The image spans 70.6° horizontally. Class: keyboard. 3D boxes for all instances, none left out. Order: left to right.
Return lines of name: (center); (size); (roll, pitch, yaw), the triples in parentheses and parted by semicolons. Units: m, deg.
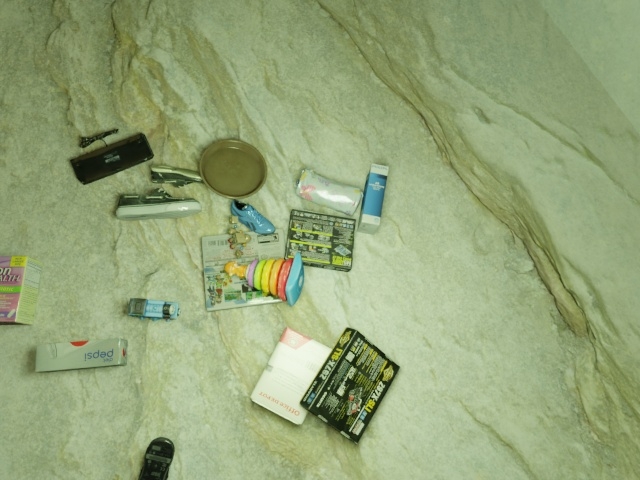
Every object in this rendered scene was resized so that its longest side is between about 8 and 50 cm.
keyboard: (-0.878, -0.370, 1.885); (0.317, 0.033, 0.201); (-24, 83, -12)

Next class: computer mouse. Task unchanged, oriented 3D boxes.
computer mouse: (-0.607, 0.795, 1.553); (0.184, 0.060, 0.261); (11, 85, -6)

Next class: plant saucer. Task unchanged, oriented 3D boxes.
plant saucer: (-0.360, -0.292, 1.874); (0.278, 0.041, 0.277); (6, 69, -15)

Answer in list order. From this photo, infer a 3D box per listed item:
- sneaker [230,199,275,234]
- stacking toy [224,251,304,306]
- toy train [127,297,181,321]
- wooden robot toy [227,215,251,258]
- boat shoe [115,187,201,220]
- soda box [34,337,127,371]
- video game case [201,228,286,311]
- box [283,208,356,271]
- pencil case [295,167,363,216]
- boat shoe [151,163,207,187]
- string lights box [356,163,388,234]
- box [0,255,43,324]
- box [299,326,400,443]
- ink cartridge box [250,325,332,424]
sneaker: (-0.272, -0.095, 1.810); (0.209, 0.082, 0.069); (30, 52, 12)
stacking toy: (-0.219, 0.129, 1.706); (0.302, 0.165, 0.175); (9, 57, 8)
toy train: (-0.618, 0.257, 1.683); (0.184, 0.105, 0.080); (5, 74, -3)
wooden robot toy: (-0.313, -0.011, 1.784); (0.079, 0.076, 0.173); (-4, 70, -43)
boat shoe: (-0.643, -0.152, 1.792); (0.336, 0.121, 0.119); (-3, 78, -4)
soda box: (-0.854, 0.412, 1.625); (0.287, 0.091, 0.097); (-3, 74, -6)
video game case: (-0.293, 0.112, 1.789); (0.329, 0.036, 0.299); (-6, 74, -7)
box: (0.000, 0.000, 1.817); (0.270, 0.060, 0.216); (8, 72, -9)
pencil case: (0.034, -0.198, 1.865); (0.273, 0.113, 0.124); (22, 95, 1)
boat shoe: (-0.577, -0.256, 1.864); (0.233, 0.084, 0.079); (7, 111, -9)
string lights box: (0.214, -0.168, 1.861); (0.077, 0.133, 0.259); (12, 74, -1)
box: (-1.171, 0.184, 1.653); (0.214, 0.117, 0.242); (1, 73, -4)
box: (0.112, 0.514, 1.618); (0.257, 0.079, 0.322); (43, 69, -24)
ink cartridge box: (-0.100, 0.488, 1.651); (0.207, 0.117, 0.282); (27, 74, 3)
